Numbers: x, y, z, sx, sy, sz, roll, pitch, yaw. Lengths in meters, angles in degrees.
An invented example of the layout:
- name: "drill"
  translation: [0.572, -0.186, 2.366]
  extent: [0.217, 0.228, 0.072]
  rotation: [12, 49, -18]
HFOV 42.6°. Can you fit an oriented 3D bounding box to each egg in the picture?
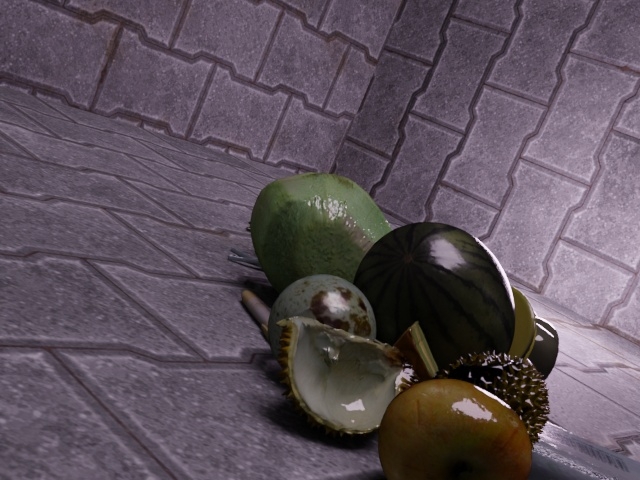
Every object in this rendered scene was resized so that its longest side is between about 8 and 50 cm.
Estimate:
- name: "egg"
  translation: [0.002, 0.136, 1.285]
  extent: [0.169, 0.169, 0.231]
  rotation: [23, 7, -2]

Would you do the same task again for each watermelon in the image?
- name: "watermelon"
  translation: [0.200, 0.127, 1.433]
  extent: [0.279, 0.279, 0.359]
  rotation: [31, -22, 41]

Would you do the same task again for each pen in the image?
- name: "pen"
  translation: [-0.100, 0.139, 1.454]
  extent: [0.040, 0.032, 0.233]
  rotation: [-8, 21, -23]

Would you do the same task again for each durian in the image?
- name: "durian"
  translation: [0.226, 0.240, 1.181]
  extent: [0.193, 0.138, 0.237]
  rotation: [-1, 20, 27]
- name: "durian"
  translation: [0.031, 0.194, 1.126]
  extent: [0.252, 0.139, 0.144]
  rotation: [21, 14, -18]

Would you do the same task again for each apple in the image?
- name: "apple"
  translation: [0.159, 0.252, 1.004]
  extent: [0.182, 0.182, 0.155]
  rotation: [23, 8, -2]

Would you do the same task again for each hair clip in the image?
- name: "hair clip"
  translation: [-0.155, 0.046, 1.847]
  extent: [0.115, 0.030, 0.039]
  rotation: [21, -10, -26]

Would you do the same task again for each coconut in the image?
- name: "coconut"
  translation: [0.000, 0.000, 1.695]
  extent: [0.328, 0.281, 0.328]
  rotation: [22, 12, -5]

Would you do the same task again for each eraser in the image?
- name: "eraser"
  translation: [0.395, 0.354, 1.280]
  extent: [0.227, 0.081, 0.174]
  rotation: [25, 13, 4]

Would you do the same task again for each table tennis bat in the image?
- name: "table tennis bat"
  translation: [0.331, 0.226, 1.542]
  extent: [0.054, 0.224, 0.369]
  rotation: [38, 20, -33]

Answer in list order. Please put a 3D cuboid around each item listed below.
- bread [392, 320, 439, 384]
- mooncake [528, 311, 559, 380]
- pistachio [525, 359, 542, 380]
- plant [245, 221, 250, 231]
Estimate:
- name: "bread"
  translation: [0.098, 0.191, 1.254]
  extent: [0.084, 0.139, 0.074]
  rotation: [66, 19, 2]
- name: "mooncake"
  translation: [0.414, 0.207, 1.844]
  extent: [0.275, 0.135, 0.275]
  rotation: [27, 19, -10]
- name: "pistachio"
  translation: [0.366, 0.273, 1.596]
  extent: [0.126, 0.108, 0.185]
  rotation: [-22, 43, -33]
- name: "plant"
  translation: [-0.041, -0.020, 2.089]
  extent: [0.251, 0.180, 0.333]
  rotation: [32, 4, -12]
